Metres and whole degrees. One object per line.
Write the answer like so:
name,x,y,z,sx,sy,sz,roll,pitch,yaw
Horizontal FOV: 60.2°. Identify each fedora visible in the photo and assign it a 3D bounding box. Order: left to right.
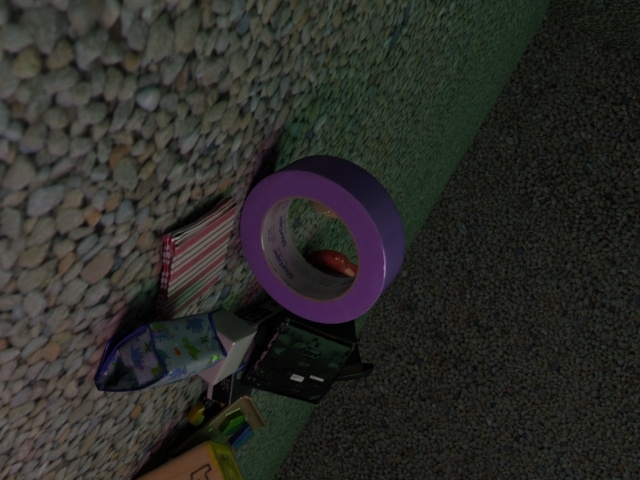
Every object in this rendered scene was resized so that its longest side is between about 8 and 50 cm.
fedora,-0.011,0.325,1.614,0.334,0.333,0.153,30,57,-75

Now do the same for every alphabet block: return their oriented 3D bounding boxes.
alphabet block,-0.273,0.576,1.209,0.197,0.193,0.192,-28,158,-5

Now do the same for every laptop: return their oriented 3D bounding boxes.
laptop,-0.045,0.209,1.256,0.234,0.136,0.264,27,98,-38

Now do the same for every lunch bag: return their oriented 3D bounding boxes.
lunch bag,-0.238,0.172,0.812,0.151,0.096,0.128,-34,163,30

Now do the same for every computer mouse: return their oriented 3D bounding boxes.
computer mouse,-0.222,0.385,1.409,0.184,0.060,0.262,-47,150,-25

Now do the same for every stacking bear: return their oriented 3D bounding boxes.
stacking bear,0.000,0.192,1.400,0.175,0.164,0.289,32,66,-34

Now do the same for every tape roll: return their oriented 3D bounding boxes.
tape roll,0.000,0.000,0.933,0.090,0.274,0.275,-39,156,-50

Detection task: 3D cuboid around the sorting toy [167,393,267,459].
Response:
sorting toy,-0.251,0.467,1.337,0.229,0.041,0.307,-34,145,-17

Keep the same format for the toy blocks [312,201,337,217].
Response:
toy blocks,0.043,-0.112,1.288,0.123,0.054,0.148,-60,165,6

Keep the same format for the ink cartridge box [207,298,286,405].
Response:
ink cartridge box,-0.141,0.238,1.282,0.332,0.065,0.166,-24,124,-67

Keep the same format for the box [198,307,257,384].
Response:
box,-0.195,0.201,1.063,0.101,0.087,0.102,-62,165,14

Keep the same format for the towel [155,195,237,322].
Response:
towel,-0.196,0.033,0.856,0.144,0.029,0.197,-42,161,-47

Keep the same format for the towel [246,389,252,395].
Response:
towel,-0.216,0.417,1.537,0.067,0.029,0.119,-47,162,-38

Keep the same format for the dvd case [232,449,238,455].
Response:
dvd case,-0.309,0.728,1.880,0.119,0.013,0.087,-43,159,-49
